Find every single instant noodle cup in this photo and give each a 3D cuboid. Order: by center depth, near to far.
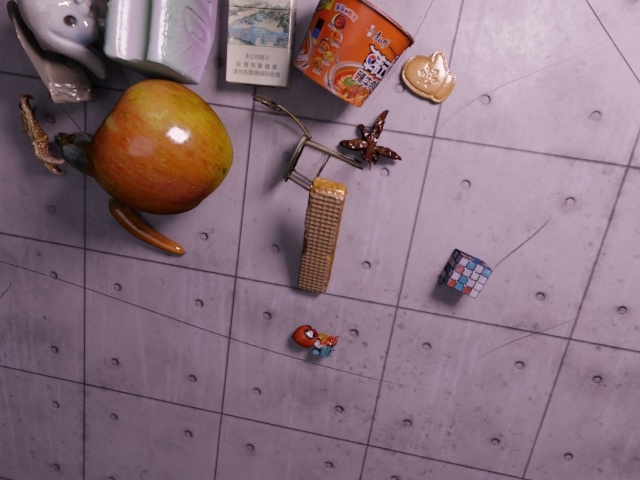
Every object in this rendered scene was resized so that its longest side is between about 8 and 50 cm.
[{"bbox_3d":[0.068,-0.454,0.965,0.251,0.250,0.192,33,114,-1],"label":"instant noodle cup"}]

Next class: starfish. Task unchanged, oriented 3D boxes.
[{"bbox_3d":[-0.810,-0.294,1.169,0.071,0.216,0.238,-26,137,-24],"label":"starfish"}]

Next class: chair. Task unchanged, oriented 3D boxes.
[{"bbox_3d":[-0.055,-0.231,1.071,0.326,0.159,0.170,28,107,-5],"label":"chair"}]

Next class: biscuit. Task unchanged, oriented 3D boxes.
[{"bbox_3d":[0.283,-0.430,1.044,0.140,0.023,0.118,24,106,2],"label":"biscuit"},{"bbox_3d":[0.000,0.000,1.089,0.094,0.054,0.378,15,133,7],"label":"biscuit"}]

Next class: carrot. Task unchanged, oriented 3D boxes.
[{"bbox_3d":[-0.534,-0.029,1.230,0.271,0.066,0.062,43,148,-7],"label":"carrot"}]

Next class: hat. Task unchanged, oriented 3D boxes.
[{"bbox_3d":[-0.685,-0.477,1.050,0.214,0.149,0.244,46,141,35],"label":"hat"}]

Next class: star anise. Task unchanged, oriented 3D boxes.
[{"bbox_3d":[0.129,-0.251,1.049,0.159,0.144,0.140,-25,90,13],"label":"star anise"}]

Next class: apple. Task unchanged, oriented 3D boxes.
[{"bbox_3d":[-0.394,-0.224,1.027,0.341,0.339,0.338,2,104,7],"label":"apple"}]

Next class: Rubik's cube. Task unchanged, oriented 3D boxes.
[{"bbox_3d":[0.400,0.090,1.118,0.092,0.092,0.092,25,105,0],"label":"Rubik's cube"}]

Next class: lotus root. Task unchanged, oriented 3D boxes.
[{"bbox_3d":[-0.680,-0.255,1.176,0.192,0.088,0.113,29,86,0],"label":"lotus root"}]

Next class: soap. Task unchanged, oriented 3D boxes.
[{"bbox_3d":[-0.355,-0.612,0.953,0.156,0.261,0.445,7,96,8],"label":"soap"}]

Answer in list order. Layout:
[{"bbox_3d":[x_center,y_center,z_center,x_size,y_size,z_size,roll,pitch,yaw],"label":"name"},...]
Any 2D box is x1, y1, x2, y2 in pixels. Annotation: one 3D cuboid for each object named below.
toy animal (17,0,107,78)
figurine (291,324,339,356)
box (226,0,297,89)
[{"bbox_3d":[-0.603,-0.564,1.012,0.174,0.289,0.248,-14,81,12],"label":"toy animal"},{"bbox_3d":[-0.020,0.305,1.240,0.141,0.068,0.074,18,108,9],"label":"figurine"},{"bbox_3d":[-0.151,-0.535,1.050,0.164,0.069,0.256,7,104,5],"label":"box"}]
